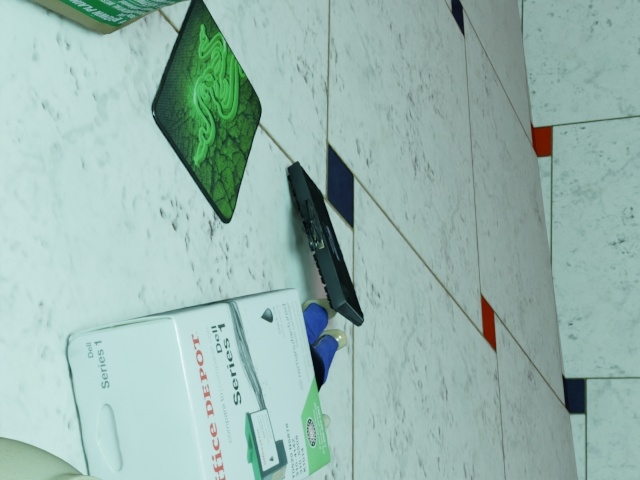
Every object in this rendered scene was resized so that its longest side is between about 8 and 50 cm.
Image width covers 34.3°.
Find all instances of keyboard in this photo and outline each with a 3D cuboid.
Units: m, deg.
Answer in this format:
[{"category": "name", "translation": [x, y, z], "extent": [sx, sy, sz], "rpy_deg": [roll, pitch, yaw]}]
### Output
[{"category": "keyboard", "translation": [0.000, 0.000, 1.113], "extent": [0.108, 0.023, 0.180], "rpy_deg": [50, 18, -61]}]

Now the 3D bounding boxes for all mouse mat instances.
[{"category": "mouse mat", "translation": [-0.104, -0.128, 1.002], "extent": [0.189, 0.007, 0.152], "rpy_deg": [-81, 150, -43]}]

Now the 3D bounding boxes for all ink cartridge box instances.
[{"category": "ink cartridge box", "translation": [-0.085, 0.129, 0.806], "extent": [0.219, 0.093, 0.160], "rpy_deg": [-8, 87, -68]}]

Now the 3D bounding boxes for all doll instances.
[{"category": "doll", "translation": [-0.019, 0.130, 1.029], "extent": [0.189, 0.046, 0.129], "rpy_deg": [-50, 124, -63]}]

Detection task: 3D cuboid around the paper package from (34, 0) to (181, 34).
[{"category": "paper package", "translation": [-0.184, -0.336, 0.698], "extent": [0.325, 0.168, 0.309], "rpy_deg": [15, 67, -66]}]

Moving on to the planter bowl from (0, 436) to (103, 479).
[{"category": "planter bowl", "translation": [-0.167, 0.180, 0.560], "extent": [0.162, 0.109, 0.162], "rpy_deg": [-12, 90, -68]}]
